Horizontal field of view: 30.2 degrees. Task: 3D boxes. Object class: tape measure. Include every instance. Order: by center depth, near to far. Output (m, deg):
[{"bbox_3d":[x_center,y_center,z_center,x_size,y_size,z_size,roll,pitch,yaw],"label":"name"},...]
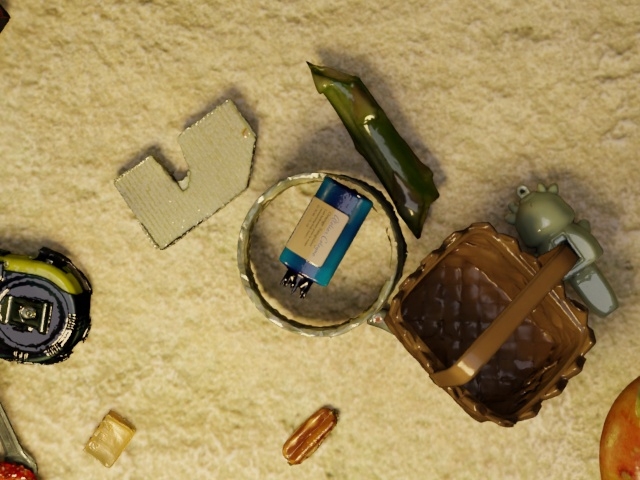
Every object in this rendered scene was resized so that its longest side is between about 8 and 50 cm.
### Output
[{"bbox_3d":[-0.473,0.110,1.959,0.186,0.112,0.199,6,96,0],"label":"tape measure"}]

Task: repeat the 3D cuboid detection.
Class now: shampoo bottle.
[{"bbox_3d":[0.000,0.000,1.798,0.087,0.050,0.183,30,93,9],"label":"shampoo bottle"}]

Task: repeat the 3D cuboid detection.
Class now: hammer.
[{"bbox_3d":[0.211,0.190,1.974,0.288,0.033,0.111,29,94,0],"label":"hammer"}]

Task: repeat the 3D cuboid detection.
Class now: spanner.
[{"bbox_3d":[-0.542,0.275,1.966,0.071,0.017,0.302,-3,118,29],"label":"spanner"}]

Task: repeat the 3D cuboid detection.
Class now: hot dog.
[{"bbox_3d":[-0.016,0.328,1.996,0.122,0.037,0.049,-43,80,0],"label":"hot dog"}]

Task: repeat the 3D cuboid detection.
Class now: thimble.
[{"bbox_3d":[0.003,0.018,1.899,0.271,0.150,0.271,0,90,6],"label":"thimble"}]

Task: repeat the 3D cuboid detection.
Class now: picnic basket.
[{"bbox_3d":[0.263,0.128,1.808,0.291,0.321,0.254,45,78,3],"label":"picnic basket"}]

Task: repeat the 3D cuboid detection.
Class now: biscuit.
[{"bbox_3d":[-0.208,-0.109,1.959,0.250,0.046,0.147,-37,91,6],"label":"biscuit"}]

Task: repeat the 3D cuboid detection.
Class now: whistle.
[{"bbox_3d":[0.395,0.013,1.917,0.102,0.106,0.253,-40,85,35],"label":"whistle"}]

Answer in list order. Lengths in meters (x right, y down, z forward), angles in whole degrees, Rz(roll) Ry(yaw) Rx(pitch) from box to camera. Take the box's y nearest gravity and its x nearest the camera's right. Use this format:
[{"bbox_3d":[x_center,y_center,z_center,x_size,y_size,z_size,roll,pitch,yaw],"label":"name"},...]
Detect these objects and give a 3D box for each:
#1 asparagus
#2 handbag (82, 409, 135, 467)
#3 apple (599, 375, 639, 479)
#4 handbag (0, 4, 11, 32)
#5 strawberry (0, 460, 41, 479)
[{"bbox_3d":[0.093,-0.162,1.928,0.085,0.082,0.343,-30,92,28],"label":"asparagus"},{"bbox_3d":[-0.358,0.338,2.013,0.061,0.027,0.083,36,97,-2],"label":"handbag"},{"bbox_3d":[0.596,0.342,1.836,0.339,0.339,0.339,0,95,2],"label":"apple"},{"bbox_3d":[-0.619,-0.387,1.893,0.215,0.169,0.155,41,98,1],"label":"handbag"},{"bbox_3d":[-0.570,0.421,2.008,0.208,0.087,0.167,12,121,-14],"label":"strawberry"}]
